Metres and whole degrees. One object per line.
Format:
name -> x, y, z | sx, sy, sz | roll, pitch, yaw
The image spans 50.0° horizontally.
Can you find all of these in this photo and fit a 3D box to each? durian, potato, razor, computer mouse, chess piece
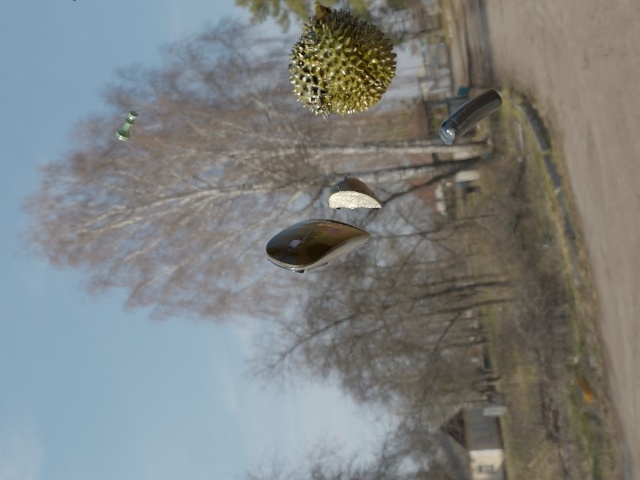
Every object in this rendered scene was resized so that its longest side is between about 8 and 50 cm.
durian -> 0.047, -0.414, 1.614 | 0.293, 0.258, 0.258 | 106, 162, -68
potato -> 0.104, -0.154, 2.051 | 0.101, 0.172, 0.089 | -63, -34, -41
razor -> 0.325, -0.273, 1.497 | 0.054, 0.148, 0.090 | 52, 179, 4
computer mouse -> 0.000, 0.000, 1.727 | 0.310, 0.158, 0.072 | -23, -56, -48
chess piece -> -0.551, -0.334, 1.972 | 0.093, 0.042, 0.042 | -53, 18, 26
